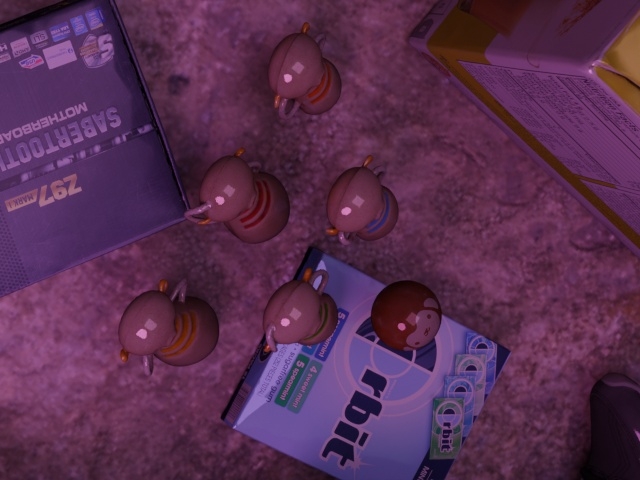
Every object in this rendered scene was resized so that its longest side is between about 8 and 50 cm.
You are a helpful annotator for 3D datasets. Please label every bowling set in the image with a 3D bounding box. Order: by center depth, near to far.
[{"bbox_3d":[0.000,0.000,1.410,0.200,0.154,0.287,24,89,13],"label":"bowling set"}]

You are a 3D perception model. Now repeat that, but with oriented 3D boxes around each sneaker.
[{"bbox_3d":[0.251,0.243,1.592,0.106,0.101,0.267,-14,102,-13],"label":"sneaker"}]

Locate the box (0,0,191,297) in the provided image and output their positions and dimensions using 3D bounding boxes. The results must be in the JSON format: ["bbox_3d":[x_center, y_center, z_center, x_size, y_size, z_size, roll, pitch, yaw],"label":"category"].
[{"bbox_3d":[-0.233,-0.060,1.411,0.233,0.059,0.183,-22,105,-14],"label":"box"}]

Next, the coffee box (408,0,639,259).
[{"bbox_3d":[0.341,-0.156,1.435,0.338,0.334,0.337,42,84,-19],"label":"coffee box"}]

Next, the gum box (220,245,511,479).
[{"bbox_3d":[0.038,0.115,1.534,0.184,0.041,0.157,28,89,-20],"label":"gum box"}]
